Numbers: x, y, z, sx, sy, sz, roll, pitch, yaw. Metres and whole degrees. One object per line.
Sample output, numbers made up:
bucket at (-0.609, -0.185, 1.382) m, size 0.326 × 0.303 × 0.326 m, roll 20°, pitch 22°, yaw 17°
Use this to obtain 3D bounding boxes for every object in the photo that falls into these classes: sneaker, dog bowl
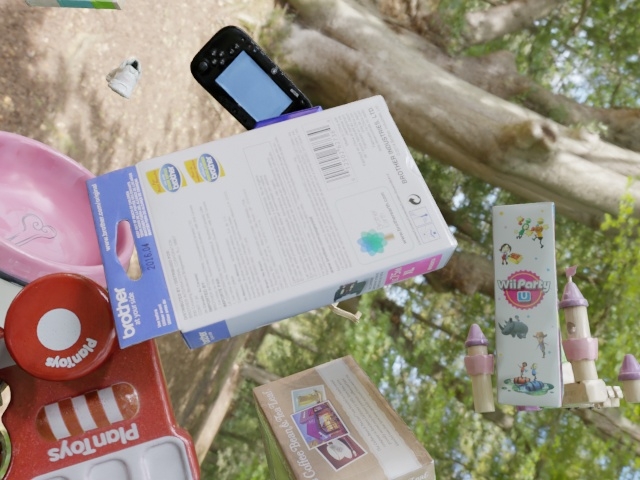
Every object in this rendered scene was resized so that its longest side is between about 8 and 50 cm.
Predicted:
sneaker at (-0.592, -0.507, 1.939) m, size 0.115 × 0.090 × 0.232 m, roll -54°, pitch -149°, yaw 6°
dog bowl at (-0.502, -0.023, 1.073) m, size 0.150 × 0.408 × 0.408 m, roll -46°, pitch -173°, yaw 20°

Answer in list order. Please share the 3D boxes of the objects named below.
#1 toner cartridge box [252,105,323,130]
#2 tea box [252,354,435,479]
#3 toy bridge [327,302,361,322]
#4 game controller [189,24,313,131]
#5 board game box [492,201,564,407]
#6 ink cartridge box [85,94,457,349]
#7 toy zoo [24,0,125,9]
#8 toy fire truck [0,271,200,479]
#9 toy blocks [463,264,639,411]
toner cartridge box at (-0.105, -0.111, 1.202) m, size 0.165 × 0.075 × 0.348 m, roll -7°, pitch -137°, yaw 34°
tea box at (0.042, 0.450, 1.154) m, size 0.329 × 0.219 × 0.324 m, roll -135°, pitch -148°, yaw -58°
toy bridge at (0.045, 0.189, 1.919) m, size 0.026 × 0.188 × 0.063 m, roll -50°, pitch 180°, yaw 32°
game controller at (-0.164, -0.373, 1.562) m, size 0.166 × 0.319 × 0.067 m, roll -40°, pitch -151°, yaw 14°
board game box at (0.344, 0.109, 1.040) m, size 0.224 × 0.097 × 0.304 m, roll 22°, pitch 66°, yaw -68°
ink cartridge box at (-0.051, -0.017, 0.609) m, size 0.065 × 0.310 × 0.186 m, roll 97°, pitch -26°, yaw -63°
toy zoo at (-0.595, -0.648, 1.526) m, size 0.030 × 0.293 × 0.193 m, roll 69°, pitch 30°, yaw -68°
toy fire truck at (-0.292, 0.181, 0.624) m, size 0.169 × 0.302 × 0.254 m, roll 142°, pitch -68°, yaw -73°
toy blocks at (0.487, 0.215, 1.318) m, size 0.288 × 0.308 × 0.260 m, roll 127°, pitch -37°, yaw -66°
